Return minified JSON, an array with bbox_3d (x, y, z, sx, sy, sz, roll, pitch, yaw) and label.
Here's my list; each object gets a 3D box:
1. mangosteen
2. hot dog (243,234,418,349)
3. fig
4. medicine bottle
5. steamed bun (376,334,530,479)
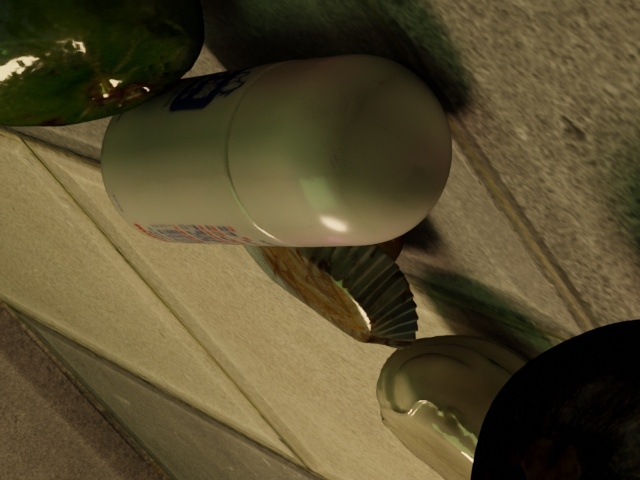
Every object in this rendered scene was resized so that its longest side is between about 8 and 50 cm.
[{"bbox_3d":[0.245,0.180,1.099,0.302,0.275,0.275,12,-178,-33],"label":"mangosteen"},{"bbox_3d":[0.000,0.000,1.451,0.163,0.082,0.270,60,165,-26],"label":"hot dog"},{"bbox_3d":[-0.202,-0.209,1.281,0.203,0.203,0.235,91,162,-70],"label":"fig"},{"bbox_3d":[-0.033,-0.059,1.249,0.130,0.130,0.341,48,160,-21],"label":"medicine bottle"},{"bbox_3d":[0.134,0.145,1.466,0.183,0.106,0.183,38,167,10],"label":"steamed bun"}]
